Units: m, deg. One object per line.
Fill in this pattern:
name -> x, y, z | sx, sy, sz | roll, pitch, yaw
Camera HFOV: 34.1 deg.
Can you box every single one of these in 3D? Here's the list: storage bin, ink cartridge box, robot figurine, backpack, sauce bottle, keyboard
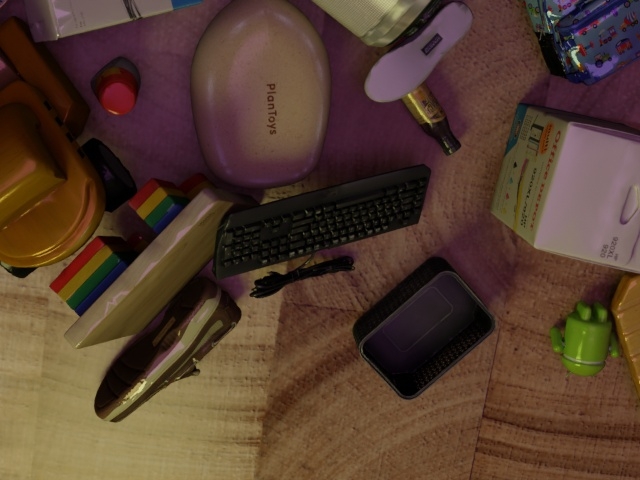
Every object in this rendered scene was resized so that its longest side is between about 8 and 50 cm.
storage bin -> 0.148, 0.126, 1.512 | 0.180, 0.084, 0.122 | -42, 103, 5
ink cartridge box -> 0.353, -0.077, 1.403 | 0.168, 0.233, 0.171 | 12, 102, -8
robot figurine -> 0.395, 0.150, 1.548 | 0.101, 0.067, 0.115 | 4, 103, -5
backpack -> 0.360, -0.317, 1.399 | 0.158, 0.117, 0.173 | -27, 110, 2
sauce bottle -> 0.153, -0.177, 1.461 | 0.042, 0.042, 0.128 | -37, 105, 4
keyboard -> 0.000, 0.000, 1.430 | 0.317, 0.033, 0.202 | -15, 145, -23
ink cartridge box -> -0.264, -0.310, 1.308 | 0.190, 0.139, 0.082 | -19, 107, -25

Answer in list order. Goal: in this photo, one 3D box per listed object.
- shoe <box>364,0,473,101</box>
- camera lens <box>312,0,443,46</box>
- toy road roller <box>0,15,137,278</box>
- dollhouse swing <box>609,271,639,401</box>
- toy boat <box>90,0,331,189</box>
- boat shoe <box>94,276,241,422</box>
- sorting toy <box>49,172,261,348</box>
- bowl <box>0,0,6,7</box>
shoe -> 0.128, -0.256, 1.417 | 0.178, 0.081, 0.063 | -43, 103, 3
camera lens -> 0.046, -0.396, 1.306 | 0.274, 0.219, 0.219 | 36, 98, -12
toy road roller -> -0.399, -0.120, 1.291 | 0.202, 0.240, 0.330 | -36, 85, 4
dollhouse swing -> 0.648, 0.146, 1.468 | 0.305, 0.315, 0.347 | -27, 106, -19
toy boat -> -0.144, -0.203, 1.390 | 0.318, 0.148, 0.268 | 0, 109, -13
boat shoe -> -0.212, 0.174, 1.491 | 0.257, 0.095, 0.095 | -46, 123, 10
sorting toy -> -0.221, 0.012, 1.378 | 0.089, 0.255, 0.257 | 45, 96, 6
bowl -> -0.464, -0.366, 1.341 | 0.170, 0.080, 0.170 | -1, 104, -5
